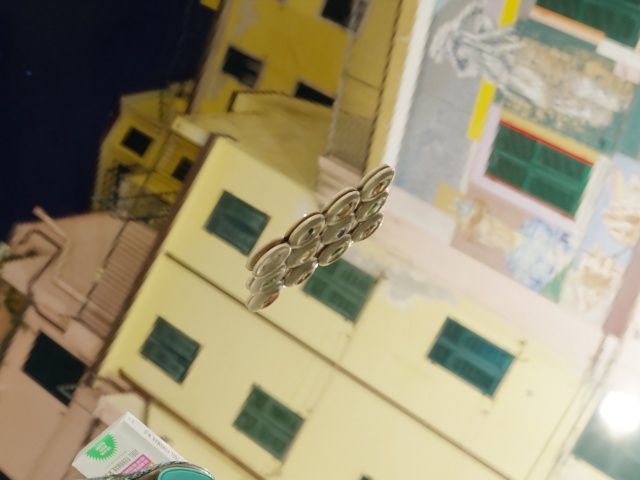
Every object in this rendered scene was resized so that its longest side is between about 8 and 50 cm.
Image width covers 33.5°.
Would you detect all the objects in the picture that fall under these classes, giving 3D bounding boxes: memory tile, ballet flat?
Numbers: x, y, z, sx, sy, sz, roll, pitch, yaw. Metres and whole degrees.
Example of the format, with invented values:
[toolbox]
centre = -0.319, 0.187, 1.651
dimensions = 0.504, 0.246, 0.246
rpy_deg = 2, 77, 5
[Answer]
[memory tile]
centre = 0.000, 0.000, 0.862
dimensions = 0.148, 0.012, 0.113
rpy_deg = -34, -20, -20
[ballet flat]
centre = -0.168, 0.234, 0.963
dimensions = 0.188, 0.070, 0.070
rpy_deg = 15, -76, -55

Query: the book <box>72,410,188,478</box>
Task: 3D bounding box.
[book]
centre = -0.198, 0.270, 1.220
dimensions = 0.096, 0.144, 0.035
rpy_deg = -41, 14, 25
